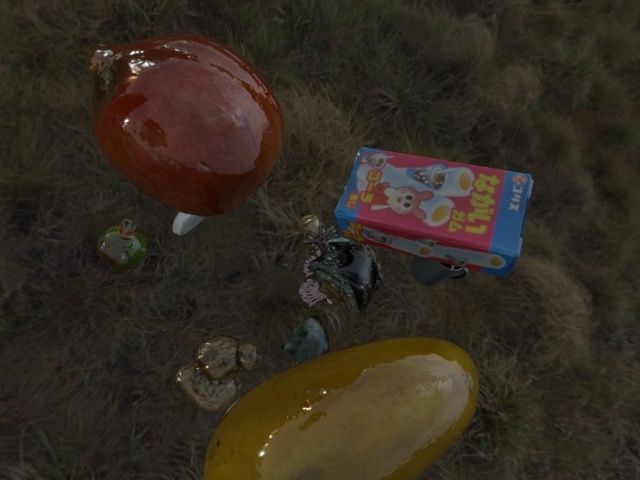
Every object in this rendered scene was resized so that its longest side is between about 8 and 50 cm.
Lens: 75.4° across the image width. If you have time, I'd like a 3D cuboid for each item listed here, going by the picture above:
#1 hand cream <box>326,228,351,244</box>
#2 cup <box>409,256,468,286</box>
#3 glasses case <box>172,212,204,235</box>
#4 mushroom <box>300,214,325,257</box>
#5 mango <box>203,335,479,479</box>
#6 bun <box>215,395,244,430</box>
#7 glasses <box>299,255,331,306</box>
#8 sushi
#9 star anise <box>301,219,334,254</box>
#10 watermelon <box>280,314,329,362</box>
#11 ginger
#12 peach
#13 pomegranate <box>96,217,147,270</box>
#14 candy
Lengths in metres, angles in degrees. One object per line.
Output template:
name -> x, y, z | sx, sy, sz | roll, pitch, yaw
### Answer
hand cream -> 0.108, -0.062, 1.278 | 0.052, 0.075, 0.247 | 51, 45, -15
cup -> 0.230, 0.048, 0.793 | 0.100, 0.077, 0.078 | 33, 49, -4
glasses case -> -0.392, -0.101, 1.325 | 0.059, 0.092, 0.233 | 32, 39, 0
mushroom -> 0.018, 0.035, 1.956 | 0.095, 0.123, 0.351 | -34, 96, -24
mango -> 0.029, 0.288, 0.622 | 0.446, 0.300, 0.232 | -31, 56, 12
bun -> -0.123, 0.514, 0.972 | 0.188, 0.293, 0.292 | -6, 77, 20
glasses -> -0.011, 0.198, 1.891 | 0.162, 0.095, 0.255 | 6, 106, -4
sushi -> 0.104, 0.092, 1.323 | 0.225, 0.238, 0.219 | 30, 50, 25
star anise -> -0.002, 0.001, 1.479 | 0.141, 0.042, 0.140 | 0, 94, 2
watermelon -> -0.036, 0.390, 1.527 | 0.145, 0.137, 0.193 | 41, 56, 19
ginger -> -0.335, 0.438, 1.392 | 0.245, 0.155, 0.304 | 29, 114, -17
peach -> -0.178, -0.161, 0.540 | 0.256, 0.233, 0.232 | 46, 66, -23
pomegranate -> -0.732, 0.007, 1.548 | 0.180, 0.209, 0.179 | 25, 31, -17
candy -> 0.195, -0.056, 0.735 | 0.306, 0.100, 0.157 | 13, 65, 18
